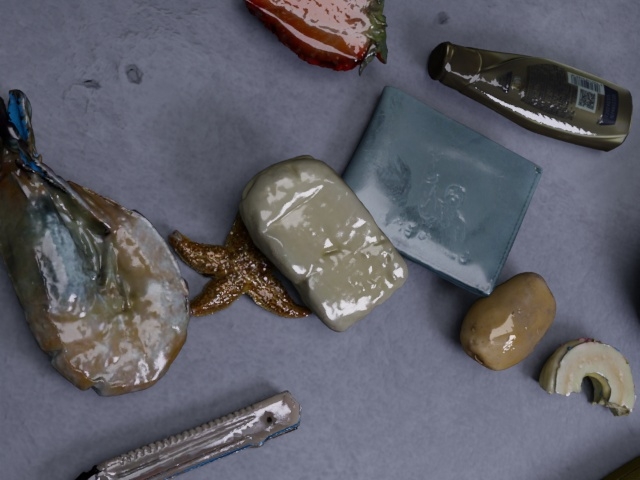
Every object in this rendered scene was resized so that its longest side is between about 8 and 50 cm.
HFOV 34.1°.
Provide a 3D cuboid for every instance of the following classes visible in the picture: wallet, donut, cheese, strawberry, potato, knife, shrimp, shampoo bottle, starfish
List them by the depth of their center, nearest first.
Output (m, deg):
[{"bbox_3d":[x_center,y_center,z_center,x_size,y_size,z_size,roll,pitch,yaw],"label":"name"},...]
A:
[{"bbox_3d":[-0.327,-0.002,1.407,0.221,0.110,0.445,-28,92,-24],"label":"shrimp"},{"bbox_3d":[-0.186,0.295,1.435,0.365,0.043,0.089,-21,120,-25],"label":"knife"},{"bbox_3d":[-0.001,0.000,1.499,0.159,0.093,0.263,-41,107,-15],"label":"cheese"},{"bbox_3d":[-0.104,0.036,1.517,0.240,0.043,0.227,36,71,-16],"label":"starfish"},{"bbox_3d":[-0.009,-0.336,1.602,0.228,0.098,0.174,-4,97,-9],"label":"strawberry"},{"bbox_3d":[0.291,0.122,1.609,0.178,0.109,0.118,-39,102,-21],"label":"potato"},{"bbox_3d":[0.176,-0.075,1.615,0.290,0.054,0.251,29,70,-2],"label":"wallet"},{"bbox_3d":[0.425,0.212,1.667,0.166,0.065,0.108,17,74,-16],"label":"donut"},{"bbox_3d":[0.345,-0.245,1.719,0.350,0.084,0.125,14,72,-17],"label":"shampoo bottle"}]

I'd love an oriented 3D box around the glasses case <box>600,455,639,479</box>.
[{"bbox_3d":[0.467,0.461,1.591,0.371,0.141,0.173,-25,89,-23],"label":"glasses case"}]
